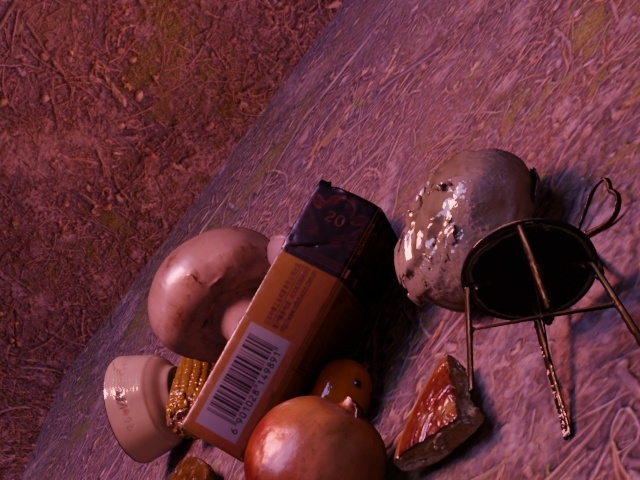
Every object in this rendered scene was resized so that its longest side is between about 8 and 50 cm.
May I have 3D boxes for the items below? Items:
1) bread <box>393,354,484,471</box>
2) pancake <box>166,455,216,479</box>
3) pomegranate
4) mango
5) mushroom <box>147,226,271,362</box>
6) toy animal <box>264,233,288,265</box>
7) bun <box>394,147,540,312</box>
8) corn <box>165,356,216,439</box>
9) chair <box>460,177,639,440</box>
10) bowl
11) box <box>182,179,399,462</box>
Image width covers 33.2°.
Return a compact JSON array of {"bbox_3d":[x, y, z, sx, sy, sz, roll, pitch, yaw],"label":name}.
[{"bbox_3d":[0.135,0.224,1.278,0.136,0.054,0.154,-52,11,15],"label":"bread"},{"bbox_3d":[-0.256,0.498,1.977,0.197,0.054,0.376,-61,14,-17],"label":"pancake"},{"bbox_3d":[-0.001,0.288,1.358,0.191,0.191,0.191,-52,17,22],"label":"pomegranate"},{"bbox_3d":[0.014,0.247,1.544,0.165,0.089,0.115,-61,12,-1],"label":"mango"},{"bbox_3d":[-0.174,0.135,2.073,0.297,0.298,0.290,-54,50,15],"label":"mushroom"},{"bbox_3d":[-0.003,0.001,2.039,0.104,0.130,0.221,14,35,33],"label":"toy animal"},{"bbox_3d":[0.181,-0.019,1.407,0.239,0.141,0.239,-62,2,3],"label":"bun"},{"bbox_3d":[-0.250,0.298,2.209,0.119,0.119,0.321,-52,17,22],"label":"corn"},{"bbox_3d":[0.233,0.040,1.153,0.159,0.170,0.325,-52,22,32],"label":"chair"},{"bbox_3d":[-0.346,0.343,2.273,0.126,0.237,0.237,-18,30,17],"label":"bowl"},{"bbox_3d":[-0.026,0.136,1.627,0.415,0.116,0.264,-62,-18,-7],"label":"box"}]
